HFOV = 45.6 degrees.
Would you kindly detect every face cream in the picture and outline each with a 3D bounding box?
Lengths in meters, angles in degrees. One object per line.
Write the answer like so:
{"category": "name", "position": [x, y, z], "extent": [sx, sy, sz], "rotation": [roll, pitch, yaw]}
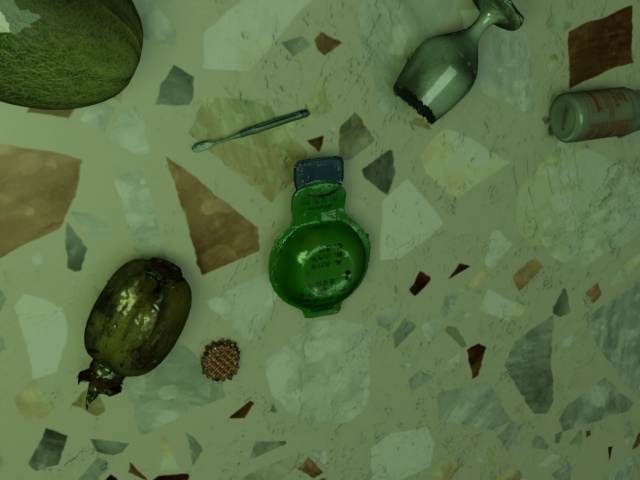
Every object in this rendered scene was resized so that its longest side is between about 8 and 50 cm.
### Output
{"category": "face cream", "position": [0.597, -0.261, 1.549], "extent": [0.252, 0.101, 0.101], "rotation": [-9, 111, -19]}

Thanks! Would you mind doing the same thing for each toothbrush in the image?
{"category": "toothbrush", "position": [-0.120, -0.192, 1.330], "extent": [0.219, 0.019, 0.016], "rotation": [-21, 117, -15]}

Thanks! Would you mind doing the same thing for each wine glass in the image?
{"category": "wine glass", "position": [0.242, -0.333, 1.368], "extent": [0.241, 0.126, 0.126], "rotation": [-49, 118, -2]}

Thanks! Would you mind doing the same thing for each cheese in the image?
{"category": "cheese", "position": [0.000, 0.000, 1.409], "extent": [0.204, 0.083, 0.320], "rotation": [-9, 113, -17]}

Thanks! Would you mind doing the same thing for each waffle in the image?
{"category": "waffle", "position": [-0.189, 0.226, 1.443], "extent": [0.075, 0.029, 0.083], "rotation": [1, 105, -25]}

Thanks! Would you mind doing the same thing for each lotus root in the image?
{"category": "lotus root", "position": [-0.324, 0.157, 1.303], "extent": [0.154, 0.154, 0.278], "rotation": [26, 96, -27]}

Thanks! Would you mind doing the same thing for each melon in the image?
{"category": "melon", "position": [-0.406, -0.309, 1.049], "extent": [0.329, 0.248, 0.248], "rotation": [18, 101, -29]}
